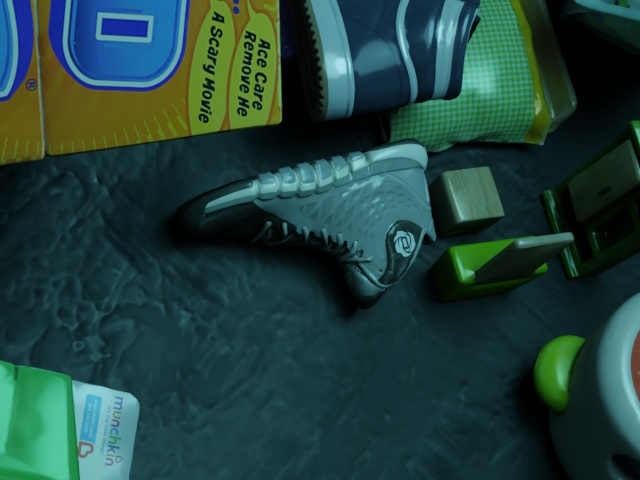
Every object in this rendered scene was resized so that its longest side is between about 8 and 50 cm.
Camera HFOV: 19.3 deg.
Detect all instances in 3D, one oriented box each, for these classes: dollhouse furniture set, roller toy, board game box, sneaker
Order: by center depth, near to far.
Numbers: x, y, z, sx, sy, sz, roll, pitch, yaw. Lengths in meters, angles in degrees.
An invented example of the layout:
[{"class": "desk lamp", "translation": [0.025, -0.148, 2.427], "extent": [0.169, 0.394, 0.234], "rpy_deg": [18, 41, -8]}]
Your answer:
[{"class": "board game box", "translation": [-0.270, -0.258, 1.298], "extent": [0.356, 0.356, 0.357], "rpy_deg": [-11, 108, -30]}, {"class": "sneaker", "translation": [0.000, 0.000, 1.568], "extent": [0.228, 0.086, 0.132], "rpy_deg": [-15, 91, -20]}, {"class": "roller toy", "translation": [0.307, 0.140, 1.608], "extent": [0.209, 0.146, 0.191], "rpy_deg": [-15, 69, -25]}, {"class": "sneaker", "translation": [0.048, -0.237, 1.621], "extent": [0.153, 0.099, 0.282], "rpy_deg": [-5, 70, -10]}, {"class": "dollhouse furniture set", "translation": [0.170, -0.119, 1.661], "extent": [0.197, 0.151, 0.302], "rpy_deg": [-7, 72, -29]}]

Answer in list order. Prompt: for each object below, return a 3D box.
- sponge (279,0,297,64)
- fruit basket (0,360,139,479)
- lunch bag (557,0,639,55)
[{"class": "sponge", "translation": [-0.067, -0.251, 1.672], "extent": [0.117, 0.031, 0.210], "rpy_deg": [-24, 81, -33]}, {"class": "fruit basket", "translation": [-0.303, 0.246, 1.290], "extent": [0.327, 0.165, 0.353], "rpy_deg": [13, 79, -21]}, {"class": "lunch bag", "translation": [0.328, -0.278, 1.699], "extent": [0.160, 0.262, 0.223], "rpy_deg": [23, 93, -2]}]
